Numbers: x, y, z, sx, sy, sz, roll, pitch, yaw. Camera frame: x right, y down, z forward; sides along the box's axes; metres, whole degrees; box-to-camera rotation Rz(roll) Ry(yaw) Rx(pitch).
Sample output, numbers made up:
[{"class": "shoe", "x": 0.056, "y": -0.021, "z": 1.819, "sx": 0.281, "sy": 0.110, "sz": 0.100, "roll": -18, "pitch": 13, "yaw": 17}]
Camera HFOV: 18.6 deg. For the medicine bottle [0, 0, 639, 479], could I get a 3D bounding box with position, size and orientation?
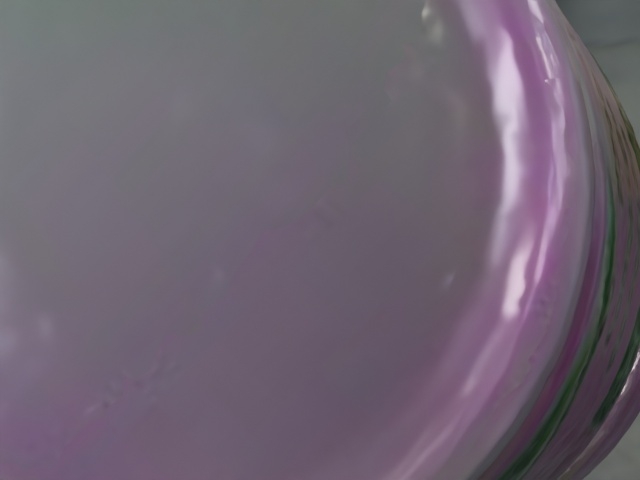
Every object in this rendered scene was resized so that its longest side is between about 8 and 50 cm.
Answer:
[{"class": "medicine bottle", "x": 0.000, "y": 0.000, "z": 0.623, "sx": 0.212, "sy": 0.212, "sz": 0.325, "roll": -10, "pitch": -9, "yaw": 14}]
